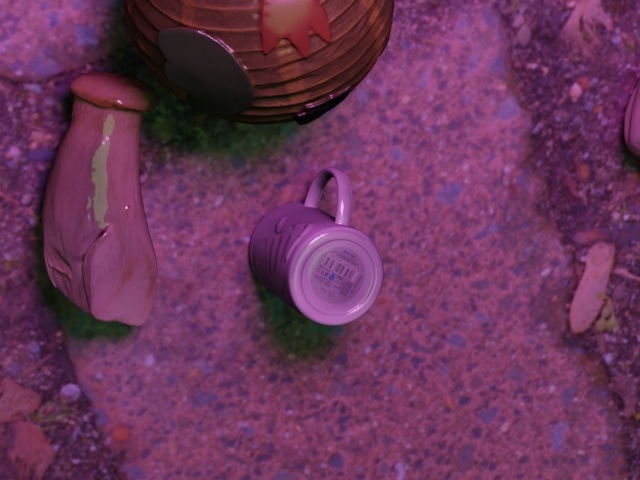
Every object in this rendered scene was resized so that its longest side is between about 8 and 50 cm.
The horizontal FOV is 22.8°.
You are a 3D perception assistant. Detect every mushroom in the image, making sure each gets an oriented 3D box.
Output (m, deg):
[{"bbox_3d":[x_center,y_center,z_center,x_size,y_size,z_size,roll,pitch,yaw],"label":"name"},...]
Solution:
[{"bbox_3d":[-0.211,-0.036,1.511,0.108,0.096,0.247,3,100,9],"label":"mushroom"}]

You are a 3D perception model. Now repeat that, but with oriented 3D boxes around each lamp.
[{"bbox_3d":[-0.053,-0.207,1.451,0.250,0.250,0.284,-25,147,-9],"label":"lamp"}]

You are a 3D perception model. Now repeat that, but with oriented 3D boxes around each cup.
[{"bbox_3d":[-0.009,0.005,1.556,0.099,0.133,0.136,-18,107,-15],"label":"cup"}]

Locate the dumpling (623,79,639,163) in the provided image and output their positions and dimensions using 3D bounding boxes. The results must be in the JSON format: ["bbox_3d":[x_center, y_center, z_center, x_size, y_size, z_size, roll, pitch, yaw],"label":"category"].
[{"bbox_3d":[0.375,-0.133,1.635,0.118,0.136,0.199,-3,93,-8],"label":"dumpling"}]
